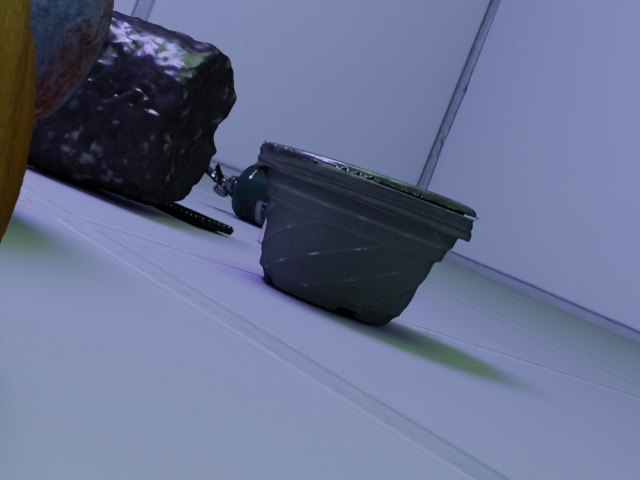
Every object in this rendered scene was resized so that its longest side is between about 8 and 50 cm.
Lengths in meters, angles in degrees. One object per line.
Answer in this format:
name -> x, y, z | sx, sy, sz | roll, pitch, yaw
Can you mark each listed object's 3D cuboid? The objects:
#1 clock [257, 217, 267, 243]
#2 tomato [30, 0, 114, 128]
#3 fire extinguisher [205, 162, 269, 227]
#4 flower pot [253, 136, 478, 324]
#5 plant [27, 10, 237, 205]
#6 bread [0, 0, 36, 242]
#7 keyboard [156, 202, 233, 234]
clock -> 0.000, 0.000, 1.932 | 0.156, 0.063, 0.229 | 21, 4, 4
tomato -> -0.314, -0.208, 1.121 | 0.317, 0.316, 0.282 | 19, 19, -32
fire extinguisher -> -0.056, -0.051, 2.215 | 0.294, 0.093, 0.118 | 22, -23, 22
flower pot -> 0.027, -0.003, 1.441 | 0.236, 0.140, 0.235 | 22, 1, 0
plant -> -0.276, -0.177, 1.736 | 0.312, 0.213, 0.215 | 24, 6, 18
bread -> -0.176, -0.051, 0.594 | 0.121, 0.174, 0.245 | 16, -4, -10
keyboard -> -0.196, -0.047, 1.849 | 0.204, 0.013, 0.061 | 24, 3, 41
